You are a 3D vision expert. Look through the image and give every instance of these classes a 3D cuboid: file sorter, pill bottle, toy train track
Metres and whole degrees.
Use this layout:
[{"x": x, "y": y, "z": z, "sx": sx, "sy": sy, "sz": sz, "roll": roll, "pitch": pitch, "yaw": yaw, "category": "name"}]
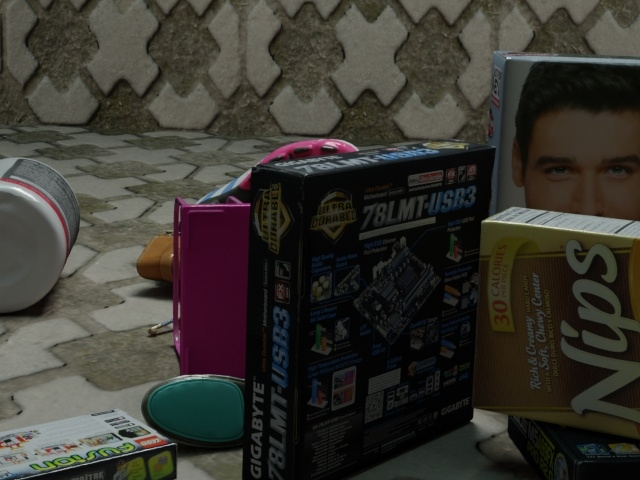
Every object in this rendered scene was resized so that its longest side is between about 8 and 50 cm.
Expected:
[{"x": -0.028, "y": 0.046, "z": 1.487, "sx": 0.290, "sy": 0.202, "sz": 0.182, "roll": -1, "pitch": 9, "yaw": -12, "category": "file sorter"}, {"x": -0.431, "y": -0.021, "z": 1.778, "sx": 0.176, "sy": 0.176, "sz": 0.318, "roll": 1, "pitch": 13, "yaw": -5, "category": "pill bottle"}, {"x": -0.182, "y": 0.105, "z": 1.606, "sx": 0.083, "sy": 0.014, "sz": 0.048, "roll": -22, "pitch": -15, "yaw": -43, "category": "toy train track"}]

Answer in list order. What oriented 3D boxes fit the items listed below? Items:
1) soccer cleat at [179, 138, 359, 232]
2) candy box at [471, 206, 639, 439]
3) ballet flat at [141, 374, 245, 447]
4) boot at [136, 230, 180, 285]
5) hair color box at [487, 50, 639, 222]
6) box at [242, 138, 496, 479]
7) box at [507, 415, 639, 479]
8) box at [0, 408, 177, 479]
[{"x": -0.073, "y": -0.075, "z": 1.985, "sx": 0.331, "sy": 0.116, "sz": 0.143, "roll": -24, "pitch": 2, "yaw": 19, "category": "soccer cleat"}, {"x": 0.299, "y": 0.081, "z": 1.124, "sx": 0.316, "sy": 0.183, "sz": 0.087, "roll": 7, "pitch": 13, "yaw": 26, "category": "candy box"}, {"x": -0.074, "y": 0.170, "z": 1.257, "sx": 0.213, "sy": 0.072, "sz": 0.068, "roll": -1, "pitch": -15, "yaw": -16, "category": "ballet flat"}, {"x": -0.147, "y": 0.029, "z": 1.739, "sx": 0.220, "sy": 0.109, "sz": 0.283, "roll": 5, "pitch": 10, "yaw": 7, "category": "boot"}, {"x": 0.275, "y": -0.014, "z": 1.385, "sx": 0.185, "sy": 0.375, "sz": 0.113, "roll": 2, "pitch": 12, "yaw": 1, "category": "hair color box"}, {"x": 0.051, "y": 0.061, "z": 1.198, "sx": 0.073, "sy": 0.293, "sz": 0.295, "roll": 11, "pitch": 16, "yaw": 39, "category": "box"}, {"x": 0.334, "y": 0.191, "z": 1.193, "sx": 0.270, "sy": 0.060, "sz": 0.216, "roll": 0, "pitch": 13, "yaw": -6, "category": "box"}, {"x": -0.244, "y": 0.199, "z": 1.124, "sx": 0.207, "sy": 0.036, "sz": 0.114, "roll": -7, "pitch": 15, "yaw": -36, "category": "box"}]
